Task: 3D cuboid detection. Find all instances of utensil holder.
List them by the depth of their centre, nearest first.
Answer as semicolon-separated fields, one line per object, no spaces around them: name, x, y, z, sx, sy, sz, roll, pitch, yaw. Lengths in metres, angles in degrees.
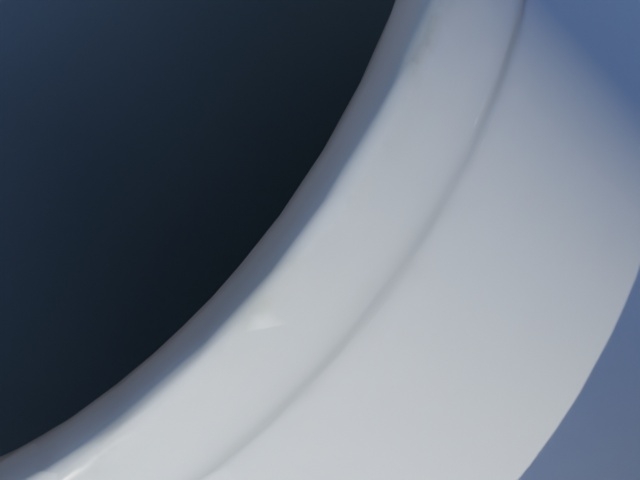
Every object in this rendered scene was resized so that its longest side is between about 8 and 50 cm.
utensil holder;0.000;0.000;0.640;0.327;0.327;0.385;-49;140;4
